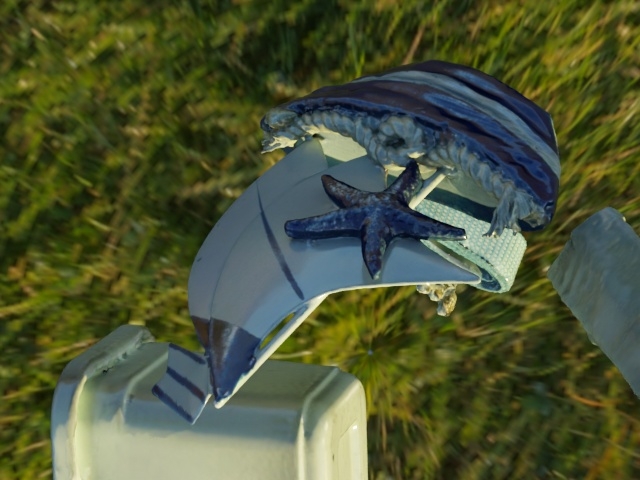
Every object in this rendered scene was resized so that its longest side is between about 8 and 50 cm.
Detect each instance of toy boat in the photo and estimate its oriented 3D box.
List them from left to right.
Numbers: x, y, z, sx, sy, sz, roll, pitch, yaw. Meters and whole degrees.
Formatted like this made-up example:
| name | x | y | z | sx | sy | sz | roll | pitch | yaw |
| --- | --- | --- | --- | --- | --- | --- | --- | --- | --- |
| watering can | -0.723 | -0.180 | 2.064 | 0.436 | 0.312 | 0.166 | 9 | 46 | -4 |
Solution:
| name | x | y | z | sx | sy | sz | roll | pitch | yaw |
| --- | --- | --- | --- | --- | --- | --- | --- | --- | --- |
| toy boat | 0.030 | -0.004 | 1.133 | 0.210 | 0.291 | 0.070 | -2 | 131 | 23 |

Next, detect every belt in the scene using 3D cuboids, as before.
| name | x | y | z | sx | sy | sz | roll | pitch | yaw |
| --- | --- | --- | --- | --- | --- | --- | --- | --- | --- |
| belt | 0.076 | -0.018 | 1.556 | 0.179 | 0.100 | 0.065 | 38 | 60 | -23 |

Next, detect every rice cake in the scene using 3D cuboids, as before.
| name | x | y | z | sx | sy | sz | roll | pitch | yaw |
| --- | --- | --- | --- | --- | --- | --- | --- | --- | --- |
| rice cake | 0.187 | 0.066 | 1.000 | 0.063 | 0.336 | 0.066 | 42 | 97 | -18 |

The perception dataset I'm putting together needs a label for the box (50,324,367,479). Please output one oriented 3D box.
| name | x | y | z | sx | sy | sz | roll | pitch | yaw |
| --- | --- | --- | --- | --- | --- | --- | --- | --- | --- |
| box | -0.064 | 0.223 | 1.329 | 0.182 | 0.175 | 0.312 | 2 | 102 | 15 |
